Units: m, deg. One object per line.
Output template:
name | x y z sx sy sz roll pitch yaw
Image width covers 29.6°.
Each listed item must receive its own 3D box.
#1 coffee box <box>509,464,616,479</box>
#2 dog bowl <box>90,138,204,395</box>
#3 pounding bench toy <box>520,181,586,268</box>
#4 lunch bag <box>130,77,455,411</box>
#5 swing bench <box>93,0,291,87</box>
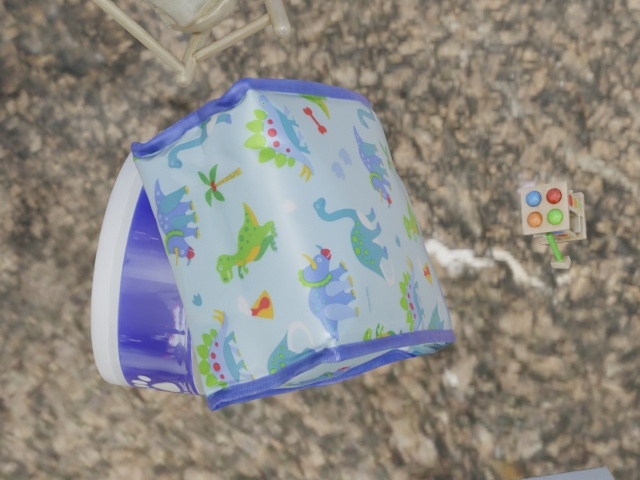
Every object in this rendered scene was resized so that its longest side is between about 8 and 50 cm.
coffee box | 0.049 0.246 0.716 0.297 0.168 0.119 -4 42 -23
dog bowl | -0.152 0.029 1.289 0.104 0.265 0.265 9 65 7
pounding bench toy | 0.250 -0.014 1.298 0.052 0.065 0.083 -8 75 29
lunch bag | 0.000 0.000 0.563 0.096 0.151 0.129 -24 80 35
swing bench | -0.157 -0.352 1.286 0.165 0.253 0.255 -21 49 29
